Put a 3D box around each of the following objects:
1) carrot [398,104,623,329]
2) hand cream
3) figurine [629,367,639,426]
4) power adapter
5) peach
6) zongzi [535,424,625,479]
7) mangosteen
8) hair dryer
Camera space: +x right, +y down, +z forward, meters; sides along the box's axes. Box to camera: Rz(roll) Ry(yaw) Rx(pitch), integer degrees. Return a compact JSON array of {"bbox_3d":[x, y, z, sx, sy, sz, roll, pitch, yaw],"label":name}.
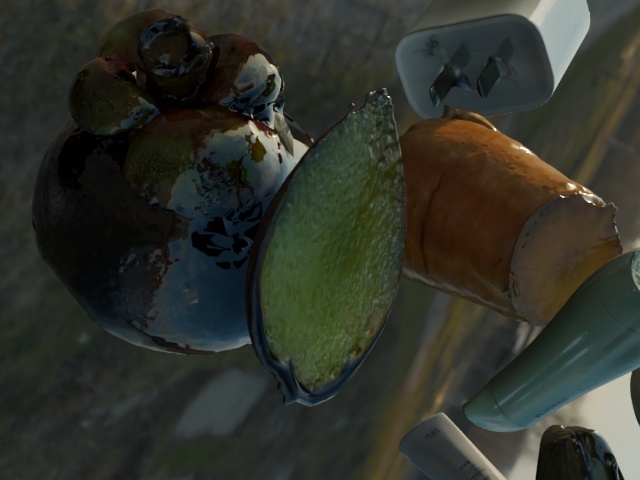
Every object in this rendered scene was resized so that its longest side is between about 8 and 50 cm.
[{"bbox_3d":[0.189,-0.016,1.500,0.254,0.196,0.196,27,-89,57],"label":"carrot"},{"bbox_3d":[0.204,0.314,1.921,0.079,0.255,0.048,-35,140,-18],"label":"hand cream"},{"bbox_3d":[0.431,0.047,1.495,0.226,0.274,0.394,38,76,-39],"label":"figurine"},{"bbox_3d":[0.198,-0.225,1.786,0.255,0.187,0.124,-56,131,-51],"label":"power adapter"},{"bbox_3d":[-0.003,0.001,1.287,0.189,0.068,0.279,20,85,-54],"label":"peach"},{"bbox_3d":[0.359,0.337,1.773,0.112,0.242,0.221,-172,-90,-80],"label":"zongzi"},{"bbox_3d":[-0.180,-0.066,1.854,0.421,0.381,0.381,63,35,-23],"label":"mangosteen"},{"bbox_3d":[0.257,0.095,1.165,0.206,0.237,0.075,-47,-134,41],"label":"hair dryer"}]
